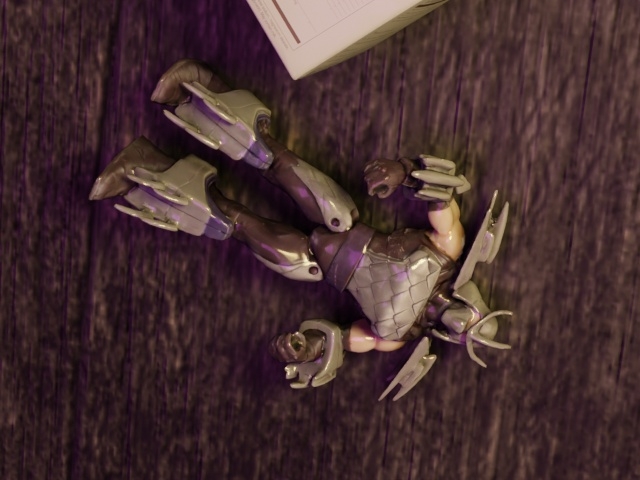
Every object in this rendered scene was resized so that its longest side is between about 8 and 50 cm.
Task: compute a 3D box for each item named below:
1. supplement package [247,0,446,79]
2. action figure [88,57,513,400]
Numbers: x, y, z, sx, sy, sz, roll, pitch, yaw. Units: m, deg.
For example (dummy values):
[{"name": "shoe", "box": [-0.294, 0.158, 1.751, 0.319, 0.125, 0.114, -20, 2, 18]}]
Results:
[{"name": "supplement package", "box": [0.068, -0.220, 1.071, 0.244, 0.134, 0.139, -29, 92, 25]}, {"name": "action figure", "box": [0.000, 0.000, 1.177, 0.285, 0.099, 0.185, 31, 103, 6]}]
